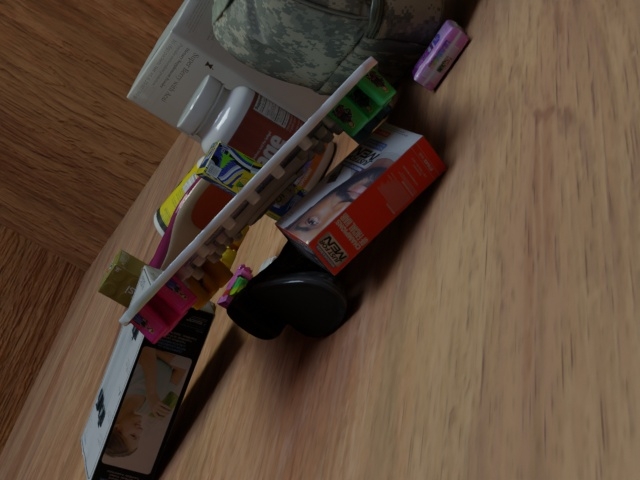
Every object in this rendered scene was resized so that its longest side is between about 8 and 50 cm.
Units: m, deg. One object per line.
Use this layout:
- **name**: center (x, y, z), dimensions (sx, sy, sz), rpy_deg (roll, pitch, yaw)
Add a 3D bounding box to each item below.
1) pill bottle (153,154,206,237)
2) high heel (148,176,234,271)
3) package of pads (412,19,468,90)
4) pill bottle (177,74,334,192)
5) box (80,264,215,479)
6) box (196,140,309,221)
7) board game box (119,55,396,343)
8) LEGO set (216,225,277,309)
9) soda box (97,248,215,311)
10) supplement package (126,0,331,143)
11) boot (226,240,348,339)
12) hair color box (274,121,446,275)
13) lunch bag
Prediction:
- **pill bottle**: center (-0.201, -0.081, 2.320), dimensions (0.208, 0.119, 0.119), rpy_deg (-47, 17, 23)
- **high heel**: center (-0.239, -0.002, 2.265), dimensions (0.377, 0.127, 0.181), rpy_deg (-60, 21, 6)
- **package of pads**: center (0.146, -0.227, 1.548), dimensions (0.083, 0.032, 0.050), rpy_deg (-55, 11, 17)
- **pill bottle**: center (-0.098, -0.151, 1.883), dimensions (0.121, 0.216, 0.121), rpy_deg (-55, 13, 20)
- **box**: center (-0.250, 0.199, 1.805), dimensions (0.290, 0.087, 0.169), rpy_deg (-69, 18, 8)
- **box**: center (-0.086, -0.074, 1.769), dimensions (0.054, 0.169, 0.059), rpy_deg (-61, 13, -7)
- **board game box**: center (-0.057, -0.048, 1.521), dimensions (0.390, 0.050, 0.390), rpy_deg (-46, 0, 4)
- **LEGO set**: center (-0.121, 0.030, 1.856), dimensions (0.093, 0.087, 0.227), rpy_deg (-63, 15, -17)
- **soda box**: center (-0.262, 0.092, 2.030), dimensions (0.061, 0.181, 0.058), rpy_deg (-54, 14, 21)
- **supplement package**: center (-0.129, -0.255, 2.060), dimensions (0.177, 0.293, 0.175), rpy_deg (-47, 18, 43)
- **boot**: center (0.000, 0.000, 1.480), dimensions (0.229, 0.091, 0.263), rpy_deg (-55, 18, -22)
- **hair color box**: center (0.041, -0.047, 1.343), dimensions (0.167, 0.053, 0.093), rpy_deg (-45, 28, -8)
- **lunch bag**: center (0.002, -0.326, 1.663), dimensions (0.305, 0.256, 0.212), rpy_deg (146, 125, -71)
